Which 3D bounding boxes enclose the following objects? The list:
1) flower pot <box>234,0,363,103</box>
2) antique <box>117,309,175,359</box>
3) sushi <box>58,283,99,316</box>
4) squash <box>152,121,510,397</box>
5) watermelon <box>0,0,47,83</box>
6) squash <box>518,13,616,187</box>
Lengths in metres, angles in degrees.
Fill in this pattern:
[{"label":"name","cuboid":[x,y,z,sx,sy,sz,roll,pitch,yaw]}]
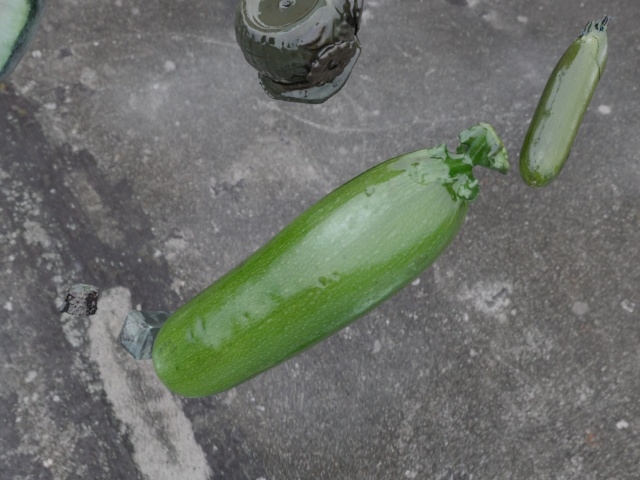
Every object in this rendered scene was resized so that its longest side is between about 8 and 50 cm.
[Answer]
[{"label":"flower pot","cuboid":[-0.033,-0.464,1.322,0.301,0.213,0.302,-6,65,14]},{"label":"antique","cuboid":[-0.385,0.223,1.404,0.086,0.183,0.088,29,99,32]},{"label":"sushi","cuboid":[-0.703,0.173,1.736,0.097,0.084,0.094,12,10,-13]},{"label":"squash","cuboid":[-0.011,0.034,0.489,0.378,0.101,0.102,-35,48,24]},{"label":"watermelon","cuboid":[-0.582,-0.324,0.864,0.387,0.258,0.228,-39,35,9]},{"label":"squash","cuboid":[0.421,-0.240,1.017,0.087,0.087,0.332,22,85,17]}]
